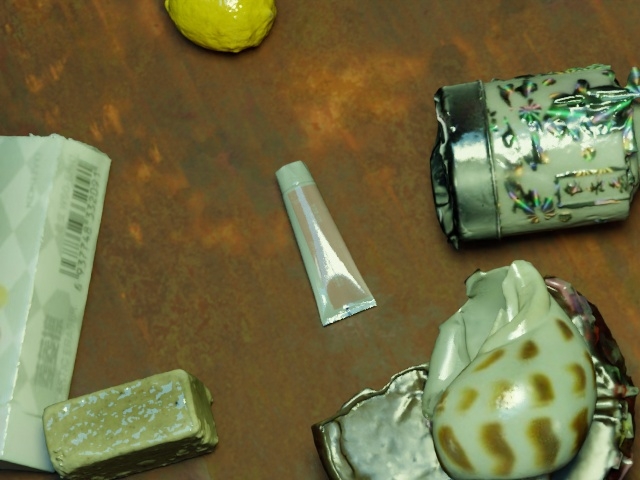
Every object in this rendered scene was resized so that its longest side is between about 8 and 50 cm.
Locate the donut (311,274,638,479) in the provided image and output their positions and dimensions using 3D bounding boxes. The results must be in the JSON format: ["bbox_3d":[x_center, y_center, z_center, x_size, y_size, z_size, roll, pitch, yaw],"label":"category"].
[{"bbox_3d":[0.191,0.218,1.667,0.345,0.136,0.259,-35,70,-1],"label":"donut"}]

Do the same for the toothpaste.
[{"bbox_3d":[0.000,0.000,1.830,0.067,0.043,0.195,-22,75,0],"label":"toothpaste"}]

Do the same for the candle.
[{"bbox_3d":[0.283,-0.101,1.732,0.330,0.187,0.187,-7,70,7],"label":"candle"}]

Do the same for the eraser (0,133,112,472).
[{"bbox_3d":[-0.390,0.068,1.856,0.213,0.082,0.397,3,72,12],"label":"eraser"}]

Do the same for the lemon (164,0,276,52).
[{"bbox_3d":[-0.124,-0.290,1.914,0.155,0.114,0.114,18,75,28],"label":"lemon"}]

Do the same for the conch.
[{"bbox_3d":[0.187,0.167,1.536,0.148,0.183,0.275,29,77,-15],"label":"conch"}]

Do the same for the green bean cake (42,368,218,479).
[{"bbox_3d":[-0.213,0.212,1.757,0.179,0.109,0.085,-16,70,5],"label":"green bean cake"}]
